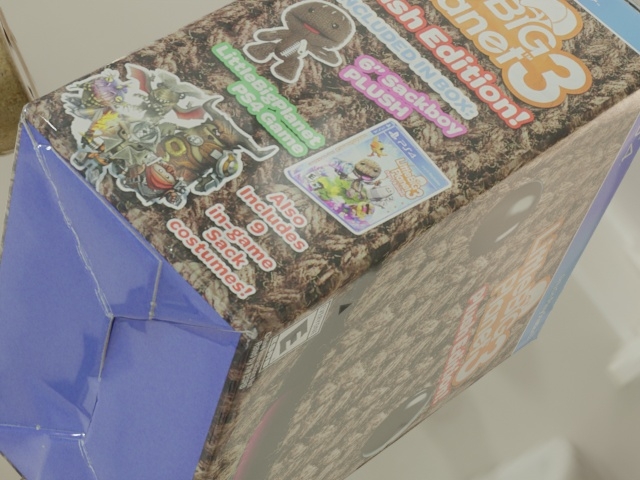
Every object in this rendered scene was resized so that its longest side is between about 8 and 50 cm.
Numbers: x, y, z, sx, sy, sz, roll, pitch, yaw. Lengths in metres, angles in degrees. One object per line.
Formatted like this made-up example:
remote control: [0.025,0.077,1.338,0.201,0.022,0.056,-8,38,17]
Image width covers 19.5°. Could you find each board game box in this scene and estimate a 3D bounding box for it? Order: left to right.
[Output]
board game box: [0.000,0.000,0.885,0.291,0.141,0.232,-32,-24,-35]

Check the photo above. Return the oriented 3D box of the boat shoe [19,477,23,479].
boat shoe: [-0.171,0.280,1.351,0.113,0.127,0.340,-21,28,-2]

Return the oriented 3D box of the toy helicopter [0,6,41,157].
toy helicopter: [-0.223,-0.211,0.990,0.140,0.355,0.235,-23,-14,-4]
